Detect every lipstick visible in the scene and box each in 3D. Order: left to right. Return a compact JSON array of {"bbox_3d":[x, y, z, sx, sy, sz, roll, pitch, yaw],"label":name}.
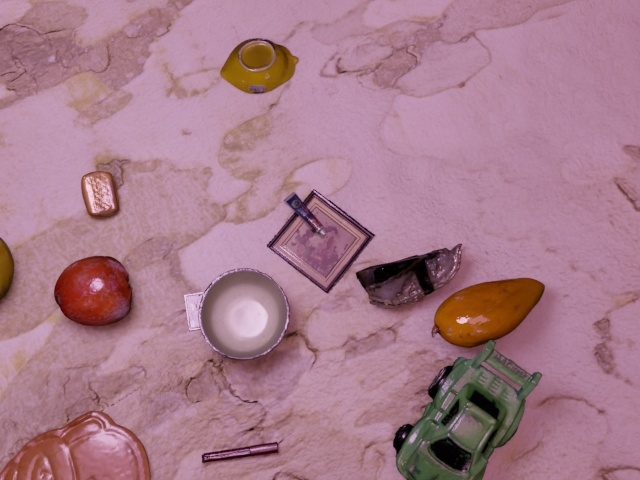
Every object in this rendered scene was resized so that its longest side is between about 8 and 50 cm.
[{"bbox_3d":[-0.185,0.487,1.714,0.177,0.027,0.027,-7,78,-5],"label":"lipstick"}]

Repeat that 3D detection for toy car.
[{"bbox_3d":[0.331,0.416,1.700,0.213,0.176,0.358,37,77,5],"label":"toy car"}]

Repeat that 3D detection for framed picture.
[{"bbox_3d":[-0.289,0.169,1.787,0.066,0.006,0.089,-8,78,-7],"label":"framed picture"},{"bbox_3d":[0.000,0.000,1.850,0.199,0.010,0.195,38,77,4],"label":"framed picture"}]

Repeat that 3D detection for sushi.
[{"bbox_3d":[0.238,0.090,1.809,0.273,0.134,0.109,-15,92,-23],"label":"sushi"}]

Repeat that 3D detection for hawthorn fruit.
[{"bbox_3d":[-0.515,0.116,1.699,0.173,0.173,0.172,1,77,-5],"label":"hawthorn fruit"}]

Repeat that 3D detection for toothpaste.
[{"bbox_3d":[-0.035,-0.063,1.847,0.037,0.021,0.140,-40,76,-12],"label":"toothpaste"}]

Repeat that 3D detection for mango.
[{"bbox_3d":[0.397,0.163,1.767,0.317,0.176,0.119,-24,107,-23],"label":"mango"}]

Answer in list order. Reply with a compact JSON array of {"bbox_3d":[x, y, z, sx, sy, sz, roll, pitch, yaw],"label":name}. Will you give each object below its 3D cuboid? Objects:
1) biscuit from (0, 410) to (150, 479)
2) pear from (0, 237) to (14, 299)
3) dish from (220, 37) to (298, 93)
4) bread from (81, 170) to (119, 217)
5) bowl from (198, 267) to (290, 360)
[{"bbox_3d":[-0.547,0.560,1.648,0.352,0.057,0.312,-21,79,-10],"label":"biscuit"},{"bbox_3d":[-0.789,0.065,1.675,0.200,0.200,0.199,1,77,-5],"label":"pear"},{"bbox_3d":[-0.156,-0.459,1.909,0.208,0.080,0.148,-15,79,-7],"label":"dish"},{"bbox_3d":[-0.533,-0.109,1.804,0.082,0.056,0.115,-16,88,-20],"label":"bread"},{"bbox_3d":[-0.178,0.178,1.741,0.212,0.112,0.211,1,76,-6],"label":"bowl"}]
